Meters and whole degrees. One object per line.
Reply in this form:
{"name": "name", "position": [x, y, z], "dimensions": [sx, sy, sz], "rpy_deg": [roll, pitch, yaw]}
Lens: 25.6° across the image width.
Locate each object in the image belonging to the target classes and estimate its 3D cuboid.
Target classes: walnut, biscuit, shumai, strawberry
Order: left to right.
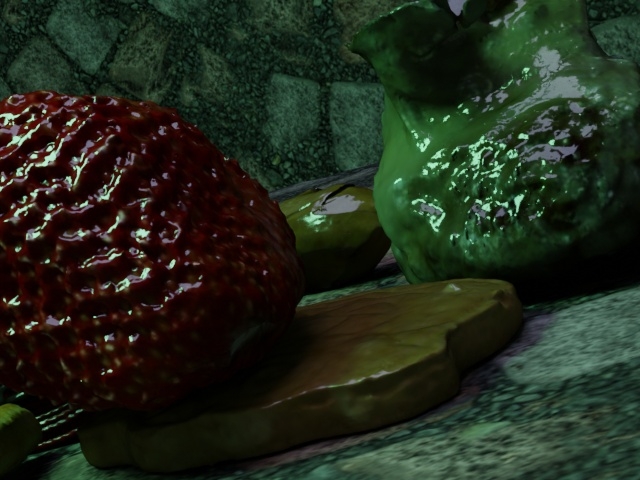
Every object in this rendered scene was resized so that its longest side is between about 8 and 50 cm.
{"name": "strawberry", "position": [-0.161, 0.010, 1.191], "dimensions": [0.312, 0.267, 0.351], "rpy_deg": [-24, 33, -32]}
{"name": "biscuit", "position": [-0.021, 0.106, 1.250], "dimensions": [0.385, 0.062, 0.365], "rpy_deg": [-14, 8, 27]}
{"name": "walnut", "position": [0.000, 0.000, 1.790], "dimensions": [0.245, 0.137, 0.137], "rpy_deg": [-24, 1, 43]}
{"name": "shumai", "position": [0.212, -0.139, 1.450], "dimensions": [0.395, 0.348, 0.395], "rpy_deg": [-17, -1, 0]}

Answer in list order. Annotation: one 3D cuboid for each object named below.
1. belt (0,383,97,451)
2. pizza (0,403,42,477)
{"name": "belt", "position": [-0.270, 0.131, 1.401], "dimensions": [0.201, 0.128, 0.124], "rpy_deg": [-19, 6, 15]}
{"name": "pizza", "position": [-0.403, 0.225, 1.266], "dimensions": [0.287, 0.075, 0.280], "rpy_deg": [-16, 3, 30]}
